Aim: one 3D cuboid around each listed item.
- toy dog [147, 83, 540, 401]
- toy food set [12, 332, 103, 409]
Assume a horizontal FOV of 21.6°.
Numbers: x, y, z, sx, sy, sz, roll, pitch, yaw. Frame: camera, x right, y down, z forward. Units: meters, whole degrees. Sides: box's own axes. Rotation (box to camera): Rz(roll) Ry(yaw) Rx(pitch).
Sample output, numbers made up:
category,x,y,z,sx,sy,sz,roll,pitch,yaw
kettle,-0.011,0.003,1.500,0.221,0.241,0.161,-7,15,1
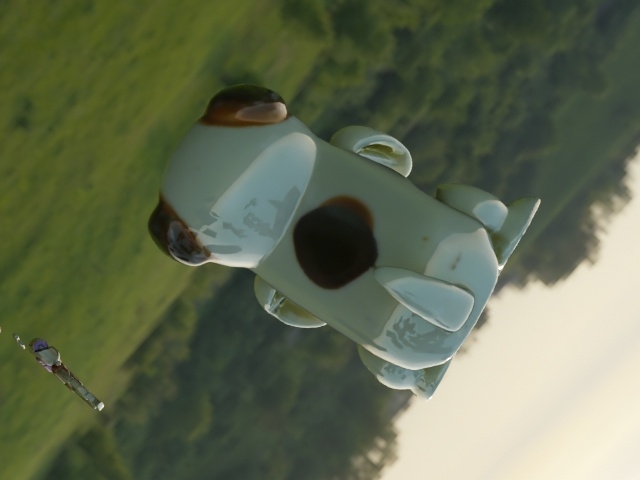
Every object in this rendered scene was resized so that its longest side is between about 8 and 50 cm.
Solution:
category,x,y,z,sx,sy,sz,roll,pitch,yaw
toy dog,0.000,0.000,1.961,0.284,0.408,0.395,-63,174,17
toy food set,-0.272,0.137,1.777,0.019,0.122,0.078,-49,175,-14
